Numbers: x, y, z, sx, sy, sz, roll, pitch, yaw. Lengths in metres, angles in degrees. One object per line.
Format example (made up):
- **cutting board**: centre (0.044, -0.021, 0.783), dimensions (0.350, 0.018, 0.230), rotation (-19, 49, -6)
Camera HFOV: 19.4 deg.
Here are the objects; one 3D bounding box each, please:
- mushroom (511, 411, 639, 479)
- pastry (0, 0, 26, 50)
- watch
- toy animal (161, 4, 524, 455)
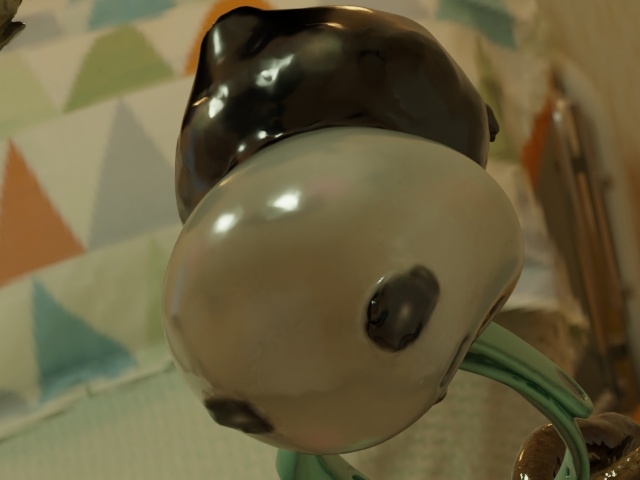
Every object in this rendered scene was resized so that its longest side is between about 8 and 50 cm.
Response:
- **mushroom**: centre (0.278, 0.168, 1.542), dimensions (0.227, 0.148, 0.217), rotation (-16, -27, -51)
- **pastry**: centre (-0.338, -0.213, 1.360), dimensions (0.133, 0.265, 0.265), rotation (-48, 24, 3)
- **watch**: centre (0.076, 0.139, 1.303), dimensions (0.195, 0.237, 0.068), rotation (-43, 23, 16)
- **toy animal**: centre (0.006, 0.002, 0.960), dimensions (0.187, 0.165, 0.235), rotation (-41, 34, 26)
